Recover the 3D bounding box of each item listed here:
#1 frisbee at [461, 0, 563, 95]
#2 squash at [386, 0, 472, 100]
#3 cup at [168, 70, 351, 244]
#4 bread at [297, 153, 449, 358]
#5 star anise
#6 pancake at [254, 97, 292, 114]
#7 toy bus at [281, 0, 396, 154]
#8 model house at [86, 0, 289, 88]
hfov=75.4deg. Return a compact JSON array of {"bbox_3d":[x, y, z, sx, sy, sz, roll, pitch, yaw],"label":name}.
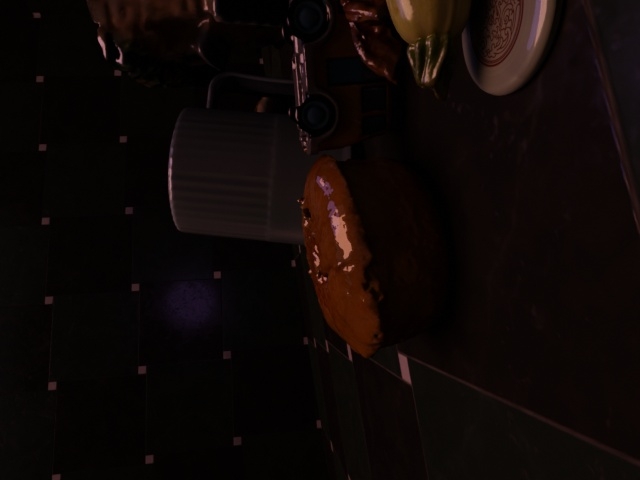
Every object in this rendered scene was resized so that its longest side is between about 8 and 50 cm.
[{"bbox_3d":[0.129,-0.161,0.295,0.110,0.014,0.110,172,90,-81],"label":"frisbee"},{"bbox_3d":[0.077,-0.220,0.318,0.094,0.094,0.224,176,85,-82],"label":"squash"},{"bbox_3d":[-0.111,-0.156,0.806,0.257,0.311,0.331,-110,25,-74],"label":"cup"},{"bbox_3d":[0.059,0.017,0.528,0.268,0.146,0.268,168,90,-81],"label":"bread"},{"bbox_3d":[0.048,-0.228,0.397,0.168,0.057,0.167,36,-134,-47],"label":"star anise"},{"bbox_3d":[-0.150,-0.336,1.428,0.382,0.071,0.382,9,-90,-80],"label":"pancake"},{"bbox_3d":[0.025,-0.221,0.526,0.126,0.136,0.209,-114,17,-69],"label":"toy bus"},{"bbox_3d":[-0.175,-0.520,0.828,0.445,0.400,0.394,-66,-32,-80],"label":"model house"}]
